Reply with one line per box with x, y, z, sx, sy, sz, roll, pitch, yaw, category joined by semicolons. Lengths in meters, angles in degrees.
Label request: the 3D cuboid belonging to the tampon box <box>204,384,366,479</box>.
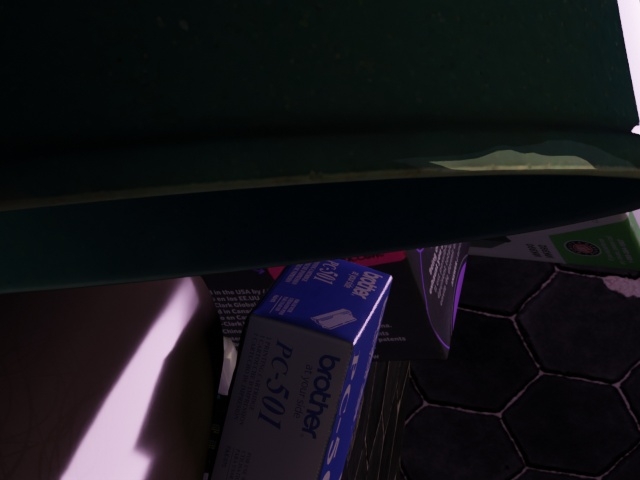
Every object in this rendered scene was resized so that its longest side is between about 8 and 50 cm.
-0.033;0.107;1.439;0.161;0.120;0.101;87;14;-60;tampon box

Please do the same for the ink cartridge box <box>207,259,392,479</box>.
-0.022;0.116;0.798;0.097;0.046;0.207;-53;158;-71;ink cartridge box

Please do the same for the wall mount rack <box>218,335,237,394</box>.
-0.106;0.207;0.939;0.304;0.130;0.350;91;12;-49;wall mount rack

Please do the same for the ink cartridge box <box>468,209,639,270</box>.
0.096;-0.077;1.409;0.211;0.289;0.122;48;50;-60;ink cartridge box

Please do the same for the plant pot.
-0.061;-0.122;0.472;0.271;0.271;0.255;21;63;-83;plant pot

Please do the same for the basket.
-0.114;0.093;0.681;0.227;0.154;0.204;-76;162;-61;basket

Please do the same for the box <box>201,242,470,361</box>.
-0.021;-0.080;0.967;0.270;0.143;0.165;69;26;-43;box
